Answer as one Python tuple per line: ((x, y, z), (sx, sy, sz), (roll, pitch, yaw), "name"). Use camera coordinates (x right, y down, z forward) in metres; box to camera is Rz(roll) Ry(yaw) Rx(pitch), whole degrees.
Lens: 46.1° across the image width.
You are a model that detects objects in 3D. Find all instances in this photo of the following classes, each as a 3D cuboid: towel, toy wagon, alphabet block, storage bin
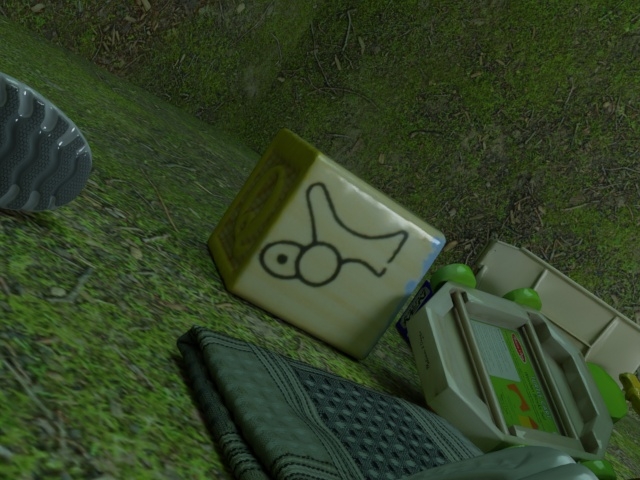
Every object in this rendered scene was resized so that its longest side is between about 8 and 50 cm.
((0.073, 0.182, 0.526), (0.312, 0.056, 0.324), (29, 8, -34), "towel")
((0.261, 0.173, 0.905), (0.345, 0.068, 0.267), (19, 40, -29), "toy wagon")
((0.000, 0.000, 0.935), (0.197, 0.192, 0.193), (32, 5, -23), "alphabet block")
((0.342, 0.111, 1.147), (0.260, 0.123, 0.262), (35, 7, 9), "storage bin")

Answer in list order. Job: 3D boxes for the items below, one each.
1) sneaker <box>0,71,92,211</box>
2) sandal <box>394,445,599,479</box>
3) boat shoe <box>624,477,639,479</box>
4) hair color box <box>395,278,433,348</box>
((-0.318, -0.118, 0.612), (0.281, 0.105, 0.115), (29, 8, -34), "sneaker")
((0.049, 0.163, 0.178), (0.102, 0.170, 0.416), (68, 18, -1), "sandal")
((0.392, 0.343, 0.882), (0.207, 0.073, 0.073), (-15, 86, -77), "boat shoe")
((0.252, 0.186, 1.156), (0.185, 0.110, 0.339), (31, 5, -13), "hair color box")
